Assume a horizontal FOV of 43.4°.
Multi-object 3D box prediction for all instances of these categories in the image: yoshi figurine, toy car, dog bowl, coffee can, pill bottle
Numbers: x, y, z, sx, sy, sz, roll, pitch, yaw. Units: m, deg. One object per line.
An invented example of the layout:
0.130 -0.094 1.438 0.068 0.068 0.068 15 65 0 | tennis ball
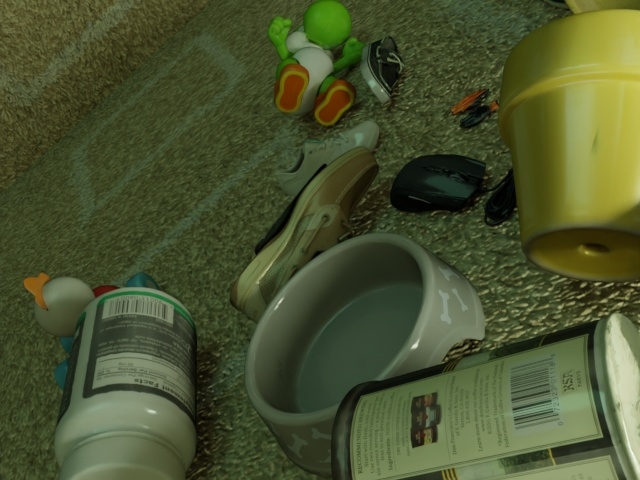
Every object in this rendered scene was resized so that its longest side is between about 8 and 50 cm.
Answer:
-0.005 -0.409 1.724 0.202 0.204 0.362 -17 35 11 | yoshi figurine
-0.459 0.129 1.525 0.219 0.238 0.210 -35 32 12 | toy car
0.044 0.135 1.085 0.348 0.102 0.349 -28 35 22 | dog bowl
0.178 0.202 0.758 0.275 0.201 0.202 -22 37 30 | coffee can
-0.289 0.254 1.217 0.204 0.204 0.361 -34 33 15 | pill bottle

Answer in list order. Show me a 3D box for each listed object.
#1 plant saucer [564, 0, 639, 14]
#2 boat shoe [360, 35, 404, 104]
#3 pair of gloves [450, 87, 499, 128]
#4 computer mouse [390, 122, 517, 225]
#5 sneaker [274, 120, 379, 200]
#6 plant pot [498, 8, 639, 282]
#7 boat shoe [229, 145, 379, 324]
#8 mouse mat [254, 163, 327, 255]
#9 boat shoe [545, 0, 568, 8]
0.510 -0.447 1.207 0.332 0.081 0.333 -28 50 15 | plant saucer
0.125 -0.347 1.590 0.070 0.078 0.219 -31 32 22 | boat shoe
0.260 -0.223 1.354 0.074 0.010 0.083 -33 36 14 | pair of gloves
0.216 -0.121 1.236 0.262 0.060 0.184 13 63 53 | computer mouse
0.011 -0.160 1.479 0.212 0.094 0.080 -40 30 5 | sneaker
0.324 -0.090 0.925 0.254 0.254 0.239 -8 61 43 | plant pot
0.000 0.000 1.304 0.110 0.122 0.341 34 80 21 | boat shoe
-0.038 -0.028 1.349 0.007 0.153 0.190 33 76 19 | mouse mat
0.416 -0.492 1.415 0.116 0.099 0.319 -40 32 1 | boat shoe
